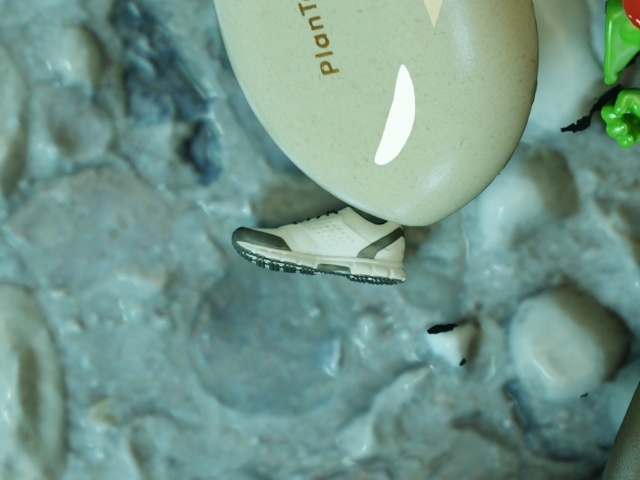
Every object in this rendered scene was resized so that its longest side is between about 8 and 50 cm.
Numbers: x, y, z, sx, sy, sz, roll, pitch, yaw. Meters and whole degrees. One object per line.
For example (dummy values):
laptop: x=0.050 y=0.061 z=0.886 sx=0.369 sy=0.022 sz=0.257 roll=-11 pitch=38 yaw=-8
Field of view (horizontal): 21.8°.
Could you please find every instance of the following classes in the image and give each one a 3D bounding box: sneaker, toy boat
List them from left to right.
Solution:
sneaker: x=0.000 y=0.000 z=1.017 sx=0.109 sy=0.040 sz=0.043 roll=8 pitch=82 yaw=-7
toy boat: x=0.091 y=-0.141 z=0.916 sx=0.318 sy=0.148 sz=0.267 roll=-1 pitch=114 yaw=32

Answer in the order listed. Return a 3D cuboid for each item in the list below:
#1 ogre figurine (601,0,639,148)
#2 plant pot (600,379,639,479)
ogre figurine: x=0.226 y=-0.151 z=0.968 sx=0.118 sy=0.097 sz=0.197 roll=5 pitch=88 yaw=13
plant pot: x=0.245 y=0.179 z=0.982 sx=0.215 sy=0.215 sz=0.230 roll=28 pitch=110 yaw=-6
